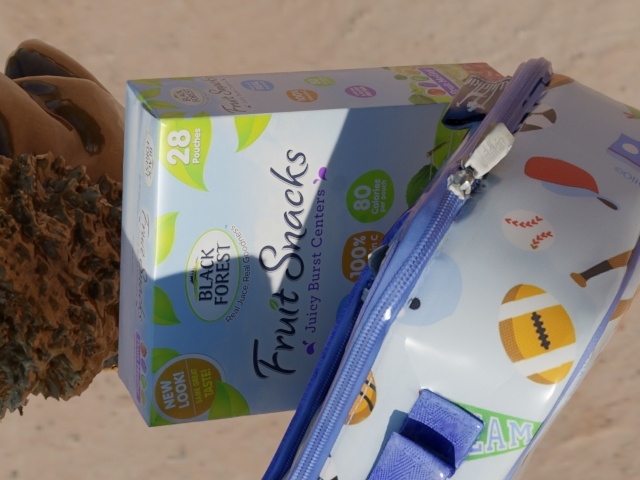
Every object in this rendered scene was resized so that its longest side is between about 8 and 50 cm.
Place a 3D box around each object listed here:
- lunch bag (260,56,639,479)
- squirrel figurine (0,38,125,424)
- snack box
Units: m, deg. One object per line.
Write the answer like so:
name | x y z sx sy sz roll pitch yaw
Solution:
lunch bag | 0.053 0.070 0.906 0.115 0.243 0.303 29 128 8
squirrel figurine | -0.287 -0.039 1.604 0.397 0.370 0.281 36 89 31
snack box | 0.000 0.000 1.064 0.070 0.207 0.174 -131 40 -60
